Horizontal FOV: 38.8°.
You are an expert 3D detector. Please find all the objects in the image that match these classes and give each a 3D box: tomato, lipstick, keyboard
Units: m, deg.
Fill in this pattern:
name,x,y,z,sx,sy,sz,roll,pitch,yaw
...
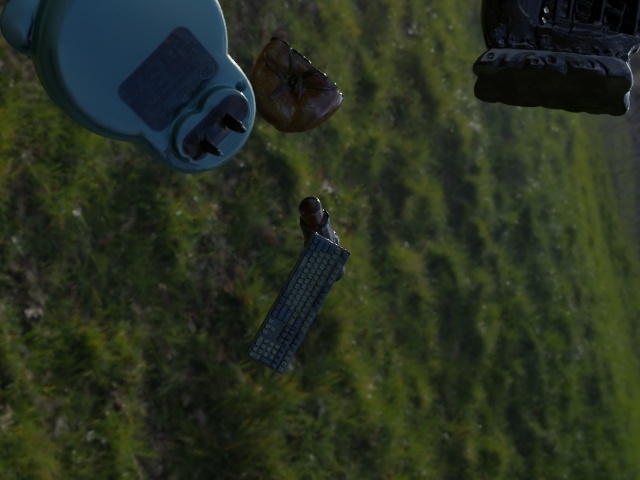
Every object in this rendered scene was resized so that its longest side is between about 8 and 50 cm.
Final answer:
name,x,y,z,sx,sy,sz,roll,pitch,yaw
tomato,-0.072,-0.323,2.019,0.214,0.155,0.181,38,-2,3
lipstick,0.000,0.000,2.021,0.299,0.081,0.081,70,0,-59
keyboard,-0.028,0.079,1.129,0.055,0.176,0.014,29,3,-10

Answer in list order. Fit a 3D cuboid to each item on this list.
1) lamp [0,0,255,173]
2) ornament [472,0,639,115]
name,x,y,z,sx,sy,sz,roll,pitch,yaw
lamp,-0.188,-0.195,0.999,0.284,0.209,0.147,46,-3,-16
ornament,0.341,-0.321,1.284,0.106,0.251,0.260,56,47,-68
